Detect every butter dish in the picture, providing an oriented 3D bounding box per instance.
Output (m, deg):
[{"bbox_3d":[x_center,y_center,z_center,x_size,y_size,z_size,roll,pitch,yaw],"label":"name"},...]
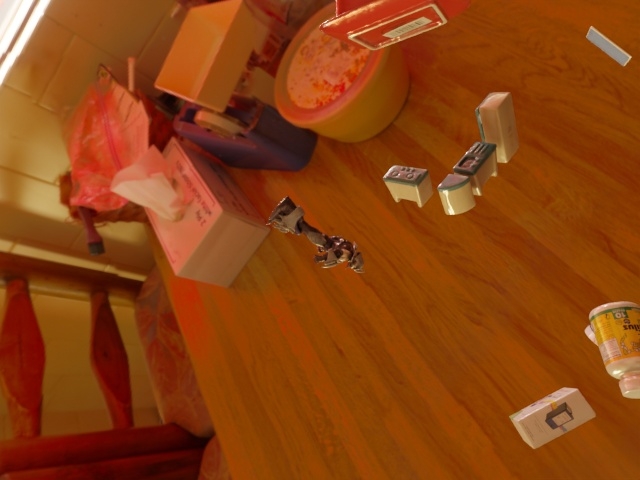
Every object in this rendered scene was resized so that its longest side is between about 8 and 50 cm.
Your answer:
[{"bbox_3d":[0.083,-0.311,0.506,0.160,0.160,0.118,-10,99,27],"label":"butter dish"}]

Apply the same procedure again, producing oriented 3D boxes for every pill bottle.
[{"bbox_3d":[0.745,0.264,1.023,0.118,0.118,0.208,-21,48,32],"label":"pill bottle"}]

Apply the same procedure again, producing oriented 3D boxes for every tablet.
[{"bbox_3d":[0.490,-0.331,0.721,0.083,0.054,0.006,47,112,13],"label":"tablet"}]

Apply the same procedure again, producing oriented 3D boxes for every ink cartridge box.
[{"bbox_3d":[0.728,0.556,1.341,0.213,0.154,0.093,-29,69,5],"label":"ink cartridge box"}]

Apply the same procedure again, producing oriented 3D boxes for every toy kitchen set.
[{"bbox_3d":[0.240,-0.169,0.798,0.166,0.122,0.207,20,60,45],"label":"toy kitchen set"}]

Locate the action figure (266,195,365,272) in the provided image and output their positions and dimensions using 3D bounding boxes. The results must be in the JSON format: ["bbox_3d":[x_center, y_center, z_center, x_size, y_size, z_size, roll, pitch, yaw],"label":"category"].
[{"bbox_3d":[0.000,0.000,1.104,0.285,0.185,0.099,35,94,-4],"label":"action figure"}]

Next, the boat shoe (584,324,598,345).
[{"bbox_3d":[1.011,0.345,1.410,0.301,0.108,0.102,-83,17,-75],"label":"boat shoe"}]
